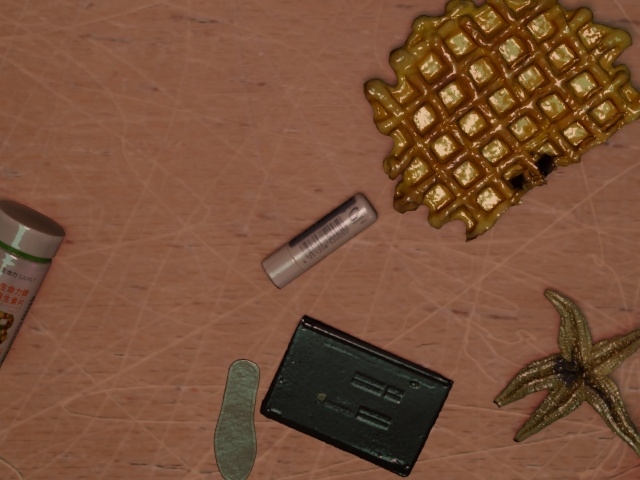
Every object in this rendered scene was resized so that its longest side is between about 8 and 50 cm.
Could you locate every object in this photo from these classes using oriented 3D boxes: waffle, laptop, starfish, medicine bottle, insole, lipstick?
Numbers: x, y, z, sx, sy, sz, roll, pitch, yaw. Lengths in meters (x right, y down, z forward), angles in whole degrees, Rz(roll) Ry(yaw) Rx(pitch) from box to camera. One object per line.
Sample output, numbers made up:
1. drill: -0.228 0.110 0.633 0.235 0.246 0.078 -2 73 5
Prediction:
1. waffle: 0.199 -0.137 1.455 0.309 0.065 0.283 7 98 4
2. laptop: 0.041 0.183 1.537 0.197 0.016 0.135 23 101 -2
3. starfish: 0.301 0.157 1.503 0.223 0.050 0.217 -34 79 25
4. medicine bottle: -0.365 0.054 1.491 0.086 0.086 0.183 27 100 -3
5. insole: -0.096 0.213 1.552 0.053 0.002 0.153 10 100 0
6. lipstick: 0.000 0.000 1.494 0.141 0.040 0.040 -36 97 7
